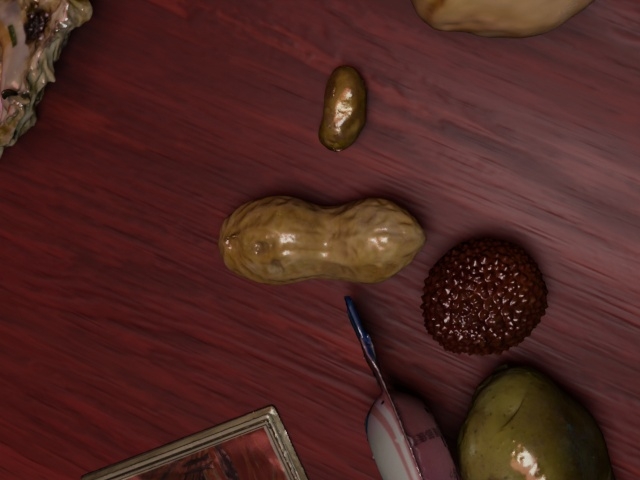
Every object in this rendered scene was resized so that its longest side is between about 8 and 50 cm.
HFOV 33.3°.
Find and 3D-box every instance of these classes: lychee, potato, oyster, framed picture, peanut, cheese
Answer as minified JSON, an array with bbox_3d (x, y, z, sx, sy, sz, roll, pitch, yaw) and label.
[{"bbox_3d":[0.161,0.061,1.079,0.123,0.123,0.129,42,71,4],"label":"lychee"},{"bbox_3d":[0.223,0.250,1.076,0.143,0.169,0.248,-18,99,47],"label":"potato"},{"bbox_3d":[-0.381,-0.176,1.191,0.354,0.107,0.201,-20,75,28],"label":"oyster"},{"bbox_3d":[-0.130,0.332,1.253,0.273,0.016,0.216,-24,93,17],"label":"framed picture"},{"bbox_3d":[0.000,0.000,1.115,0.229,0.103,0.098,-1,113,17],"label":"peanut"},{"bbox_3d":[0.025,-0.135,1.115,0.046,0.045,0.092,5,101,-24],"label":"potato"},{"bbox_3d":[0.081,0.192,1.100,0.074,0.189,0.286,-21,78,-3],"label":"cheese"}]

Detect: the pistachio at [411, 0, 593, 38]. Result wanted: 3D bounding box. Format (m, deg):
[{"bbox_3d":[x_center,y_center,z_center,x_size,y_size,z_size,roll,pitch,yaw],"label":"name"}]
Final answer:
[{"bbox_3d":[0.183,-0.315,0.946,0.229,0.238,0.321,39,137,0],"label":"pistachio"}]
